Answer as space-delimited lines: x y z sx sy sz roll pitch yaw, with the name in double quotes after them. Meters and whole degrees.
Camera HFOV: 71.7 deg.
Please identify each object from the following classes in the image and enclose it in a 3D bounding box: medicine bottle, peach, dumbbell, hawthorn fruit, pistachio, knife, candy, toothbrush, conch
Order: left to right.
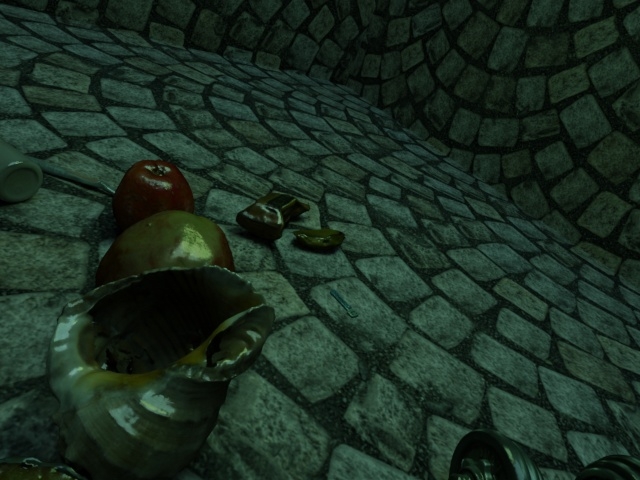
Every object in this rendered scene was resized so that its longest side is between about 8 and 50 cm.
-0.689 -0.162 0.944 0.168 0.105 0.105 34 31 15 "medicine bottle"
-0.572 -0.146 1.078 0.374 0.037 0.028 19 26 -4 "toothbrush"
-0.369 -0.087 0.983 0.189 0.189 0.189 18 30 -11 "hawthorn fruit"
-0.222 0.168 0.609 0.324 0.186 0.263 -34 88 -21 "conch"
-0.264 0.053 0.791 0.232 0.233 0.257 11 23 -22 "peach"
-0.121 -0.080 1.237 0.143 0.101 0.271 21 23 6 "candy"
0.000 0.000 1.237 0.172 0.049 0.089 -3 16 -36 "pistachio"
0.056 0.150 1.073 0.027 0.010 0.096 -8 42 -44 "knife"
0.385 0.417 0.707 0.405 0.179 0.179 16 30 -14 "dumbbell"

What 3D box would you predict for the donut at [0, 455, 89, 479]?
-0.329 0.341 0.395 0.271 0.107 0.272 14 29 -8 "donut"
